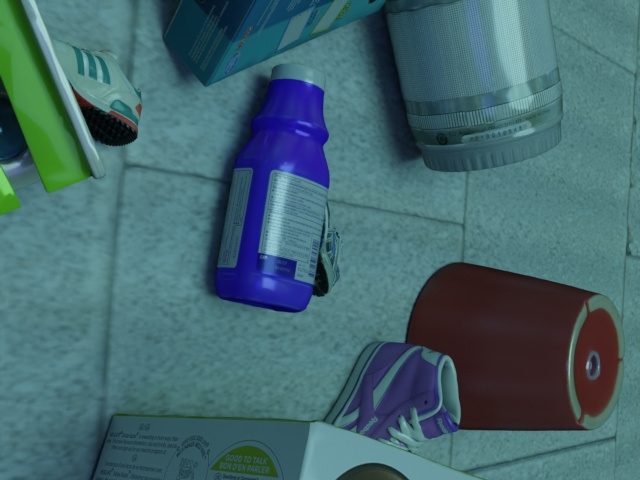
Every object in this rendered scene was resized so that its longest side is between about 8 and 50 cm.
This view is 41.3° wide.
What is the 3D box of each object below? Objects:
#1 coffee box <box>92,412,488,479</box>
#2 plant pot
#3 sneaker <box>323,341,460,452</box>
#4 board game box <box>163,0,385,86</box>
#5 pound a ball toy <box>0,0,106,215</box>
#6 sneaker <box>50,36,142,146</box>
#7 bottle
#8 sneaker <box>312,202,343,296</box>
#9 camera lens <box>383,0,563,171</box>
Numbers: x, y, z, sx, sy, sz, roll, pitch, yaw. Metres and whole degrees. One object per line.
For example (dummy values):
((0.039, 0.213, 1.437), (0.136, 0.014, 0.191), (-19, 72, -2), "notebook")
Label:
((-0.022, 0.363, 0.786), (0.337, 0.338, 0.334), (28, 65, -33), "coffee box")
((0.304, 0.171, 1.280), (0.275, 0.243, 0.275), (-3, 94, -48), "plant pot")
((0.088, 0.260, 1.102), (0.102, 0.161, 0.282), (45, 60, -41), "sneaker")
((0.010, -0.326, 0.932), (0.079, 0.254, 0.336), (49, 47, 6), "board game box")
((-0.332, -0.165, 0.665), (0.208, 0.136, 0.319), (-26, 112, -18), "pound a ball toy")
((-0.234, -0.162, 0.815), (0.161, 0.057, 0.075), (40, 45, -39), "sneaker")
((-0.047, -0.062, 0.990), (0.118, 0.092, 0.283), (17, 78, -48), "bottle")
((0.000, 0.000, 1.085), (0.058, 0.052, 0.135), (-28, 119, -55), "sneaker")
((0.215, -0.255, 1.184), (0.219, 0.219, 0.274), (-30, 113, -44), "camera lens")
